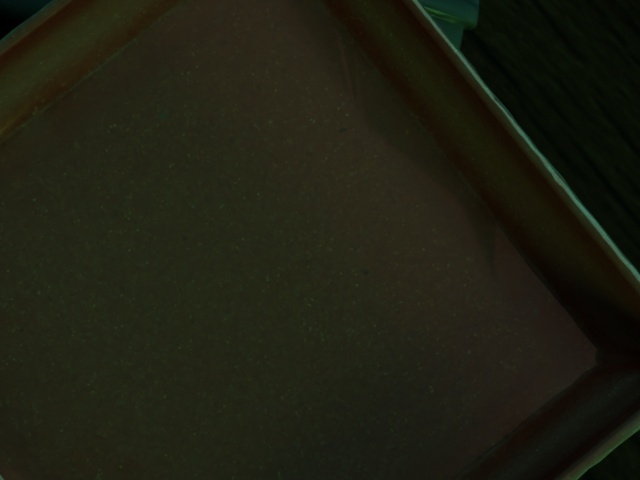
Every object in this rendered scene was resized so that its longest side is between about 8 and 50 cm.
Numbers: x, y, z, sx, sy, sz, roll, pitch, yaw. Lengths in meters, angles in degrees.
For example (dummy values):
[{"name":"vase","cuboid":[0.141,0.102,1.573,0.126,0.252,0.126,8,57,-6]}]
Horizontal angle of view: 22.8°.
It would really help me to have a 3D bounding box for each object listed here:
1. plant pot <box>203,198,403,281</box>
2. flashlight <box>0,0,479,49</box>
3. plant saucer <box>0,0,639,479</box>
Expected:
[{"name":"plant pot","cuboid":[0.000,0.000,0.658,0.079,0.083,0.083,-15,66,11]},{"name":"flashlight","cuboid":[-0.083,-0.126,0.685,0.304,0.103,0.103,20,58,-22]},{"name":"plant saucer","cuboid":[-0.037,0.027,0.598,0.259,0.048,0.258,-38,87,-3]}]
